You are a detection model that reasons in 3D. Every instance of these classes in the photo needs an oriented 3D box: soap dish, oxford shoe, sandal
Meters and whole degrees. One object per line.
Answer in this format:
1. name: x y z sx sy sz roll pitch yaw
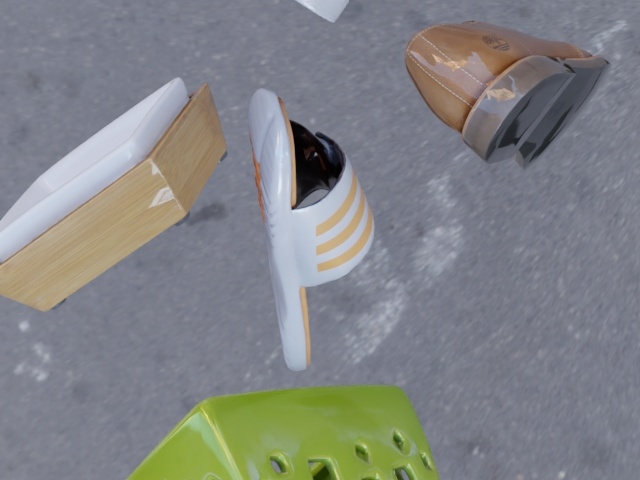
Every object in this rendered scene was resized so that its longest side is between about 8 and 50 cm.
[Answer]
1. soap dish: -0.254 -0.053 1.526 0.291 0.229 0.118 -33 108 25
2. oxford shoe: 0.102 -0.087 0.681 0.076 0.212 0.076 40 104 16
3. sandal: -0.002 -0.008 0.896 0.076 0.102 0.265 -10 141 -4

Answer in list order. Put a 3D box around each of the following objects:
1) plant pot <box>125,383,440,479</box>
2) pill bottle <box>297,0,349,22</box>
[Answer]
1. plant pot: -0.026 0.259 0.969 0.227 0.228 0.207 -48 56 31
2. pill bottle: 0.048 -0.440 1.633 0.169 0.169 0.301 35 101 9
